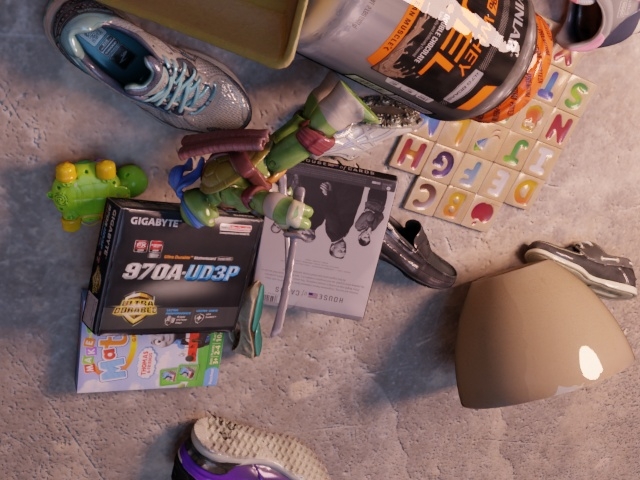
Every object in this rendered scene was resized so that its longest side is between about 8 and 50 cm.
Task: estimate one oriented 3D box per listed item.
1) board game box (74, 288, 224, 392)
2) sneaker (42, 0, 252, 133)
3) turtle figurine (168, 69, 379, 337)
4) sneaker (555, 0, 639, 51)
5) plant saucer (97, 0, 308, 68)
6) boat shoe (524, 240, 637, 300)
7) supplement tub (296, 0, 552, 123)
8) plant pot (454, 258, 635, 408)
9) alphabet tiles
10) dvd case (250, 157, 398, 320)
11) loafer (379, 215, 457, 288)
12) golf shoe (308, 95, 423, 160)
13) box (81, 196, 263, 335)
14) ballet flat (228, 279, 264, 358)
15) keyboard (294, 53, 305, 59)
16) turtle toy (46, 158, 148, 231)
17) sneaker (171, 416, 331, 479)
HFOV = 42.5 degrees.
[{"bbox_3d":[-0.250,0.147,1.220,0.211,0.039,0.160,1,117,-22],"label":"board game box"},{"bbox_3d":[-0.201,-0.193,1.001,0.283,0.122,0.110,24,106,-31],"label":"sneaker"},{"bbox_3d":[-0.026,-0.065,1.044,0.266,0.275,0.198,-43,165,10],"label":"turtle figurine"},{"bbox_3d":[0.387,-0.380,1.097,0.131,0.112,0.319,-26,142,-9],"label":"sneaker"},{"bbox_3d":[-0.118,-0.391,0.867,0.081,0.332,0.333,-31,142,-61],"label":"plant saucer"},{"bbox_3d":[0.452,0.039,1.432,0.233,0.084,0.079,18,71,-22],"label":"boat shoe"},{"bbox_3d":[0.118,-0.273,1.007,0.338,0.207,0.207,16,110,-37],"label":"supplement tub"},{"bbox_3d":[0.339,0.138,1.340,0.284,0.284,0.191,-16,87,-13],"label":"plant pot"},{"bbox_3d":[0.268,-0.179,1.265,0.285,0.011,0.342,15,111,-28],"label":"alphabet tiles"},{"bbox_3d":[0.000,0.000,1.205,0.179,0.029,0.239,11,118,-3],"label":"dvd case"},{"bbox_3d":[0.136,0.008,1.275,0.223,0.076,0.078,30,111,-28],"label":"loafer"},{"bbox_3d":[0.057,-0.154,1.173,0.176,0.069,0.086,-5,136,-13],"label":"golf shoe"},{"bbox_3d":[-0.196,0.038,1.110,0.220,0.051,0.175,5,107,-40],"label":"box"},{"bbox_3d":[-0.114,0.121,1.230,0.052,0.057,0.168,11,135,5],"label":"ballet flat"},{"bbox_3d":[0.059,-0.293,1.120,0.256,0.014,0.072,-11,115,-17],"label":"keyboard"},{"bbox_3d":[-0.288,-0.068,1.070,0.130,0.066,0.095,-7,121,-19],"label":"turtle toy"},{"bbox_3d":[-0.120,0.400,1.383,0.293,0.102,0.146,27,109,-26],"label":"sneaker"}]
